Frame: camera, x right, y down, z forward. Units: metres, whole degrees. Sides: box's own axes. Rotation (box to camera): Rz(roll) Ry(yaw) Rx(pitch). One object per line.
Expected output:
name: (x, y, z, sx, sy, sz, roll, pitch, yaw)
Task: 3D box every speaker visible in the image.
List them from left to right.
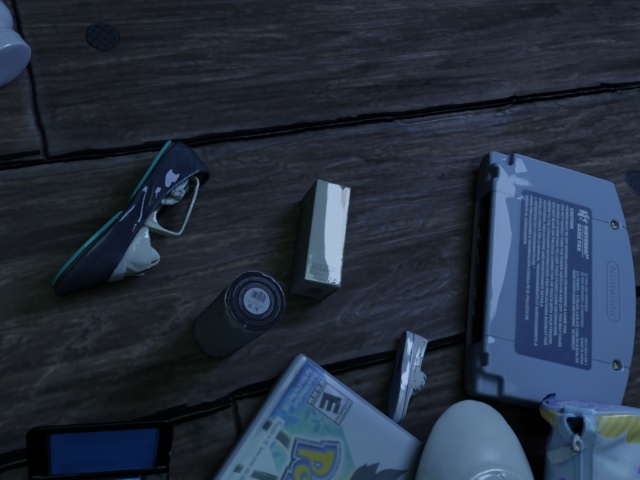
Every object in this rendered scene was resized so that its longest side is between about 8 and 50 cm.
speaker: (-0.080, 0.073, 0.676, 0.055, 0.136, 0.055, 8, 69, -20)

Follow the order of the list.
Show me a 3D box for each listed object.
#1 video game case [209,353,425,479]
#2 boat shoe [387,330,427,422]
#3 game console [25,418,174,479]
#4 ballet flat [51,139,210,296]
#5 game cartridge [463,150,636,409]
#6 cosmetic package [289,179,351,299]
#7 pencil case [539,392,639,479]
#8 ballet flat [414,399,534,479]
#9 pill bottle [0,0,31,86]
video game case: (0.009, 0.323, 0.665, 0.300, 0.036, 0.329, 37, 64, -4)
boat shoe: (0.096, 0.147, 0.763, 0.035, 0.035, 0.100, 18, 60, -8)
game console: (-0.191, 0.216, 0.624, 0.122, 0.071, 0.107, 1, 71, -17)
ballet flat: (-0.176, -0.014, 0.714, 0.074, 0.074, 0.203, 35, 62, -4)
game cartridge: (0.272, 0.052, 0.843, 0.198, 0.062, 0.297, 16, 67, -16)
cosmetic package: (0.000, 0.000, 0.770, 0.041, 0.060, 0.115, 13, 69, -14)
pencil case: (0.268, 0.289, 0.693, 0.113, 0.124, 0.273, -1, 83, 24)
ballet flat: (0.137, 0.333, 0.615, 0.139, 0.139, 0.400, 20, 67, -10)
pill bottle: (-0.369, -0.231, 0.718, 0.160, 0.087, 0.087, 47, 64, 2)
